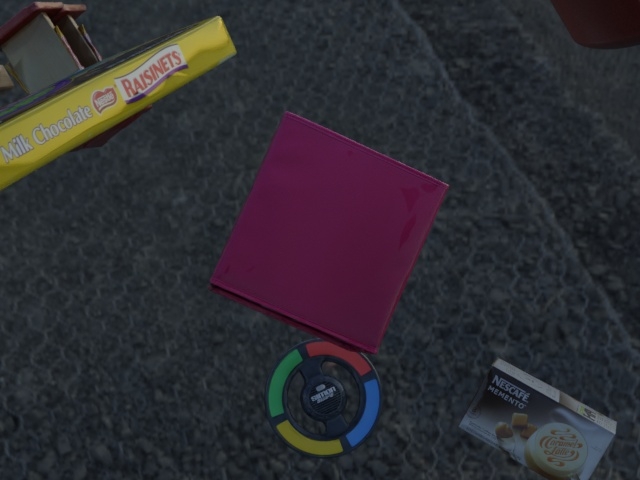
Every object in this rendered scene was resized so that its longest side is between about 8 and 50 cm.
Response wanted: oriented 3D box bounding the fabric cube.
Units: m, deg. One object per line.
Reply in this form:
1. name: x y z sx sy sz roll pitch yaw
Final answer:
1. fabric cube: 0.000 0.000 1.468 0.254 0.259 0.258 23 83 -5

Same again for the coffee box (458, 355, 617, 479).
1. coffee box: 0.398 0.337 1.840 0.246 0.141 0.098 30 13 13

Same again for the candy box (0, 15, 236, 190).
1. candy box: -0.136 -0.053 0.470 0.105 0.027 0.206 -13 19 37

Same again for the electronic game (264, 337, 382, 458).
1. electronic game: 0.006 0.301 1.918 0.229 0.048 0.229 1 82 -7

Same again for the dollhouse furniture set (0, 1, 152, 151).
1. dollhouse furniture set: -0.480 -0.185 1.545 0.374 0.201 0.152 -31 1 18

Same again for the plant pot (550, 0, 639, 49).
1. plant pot: 0.324 -0.336 0.945 0.267 0.267 0.236 -32 19 14
